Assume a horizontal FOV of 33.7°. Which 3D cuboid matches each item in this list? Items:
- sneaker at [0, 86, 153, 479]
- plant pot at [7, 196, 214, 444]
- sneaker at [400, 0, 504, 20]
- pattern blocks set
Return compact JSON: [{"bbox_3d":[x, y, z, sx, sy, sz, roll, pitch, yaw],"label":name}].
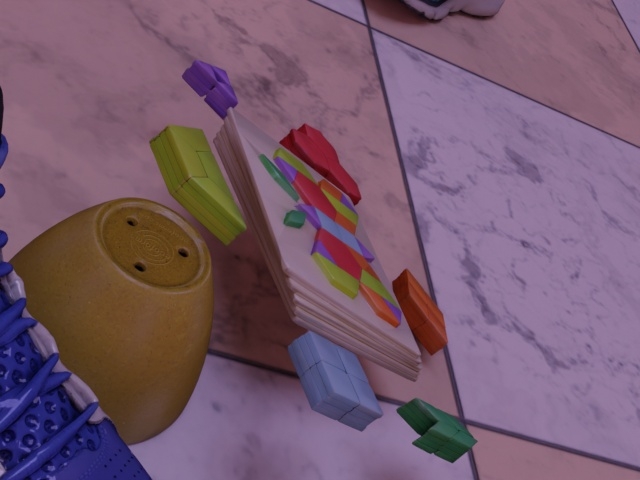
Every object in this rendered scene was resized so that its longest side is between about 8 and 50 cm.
[{"bbox_3d":[-0.179,0.032,0.459,0.315,0.182,0.127,43,37,7],"label":"sneaker"},{"bbox_3d":[-0.113,0.032,0.591,0.134,0.095,0.134,23,37,-19],"label":"plant pot"},{"bbox_3d":[0.146,-0.324,1.204,0.275,0.110,0.107,-19,63,-49],"label":"sneaker"},{"bbox_3d":[0.000,0.000,0.700,0.285,0.026,0.324,25,29,-53],"label":"pattern blocks set"}]
